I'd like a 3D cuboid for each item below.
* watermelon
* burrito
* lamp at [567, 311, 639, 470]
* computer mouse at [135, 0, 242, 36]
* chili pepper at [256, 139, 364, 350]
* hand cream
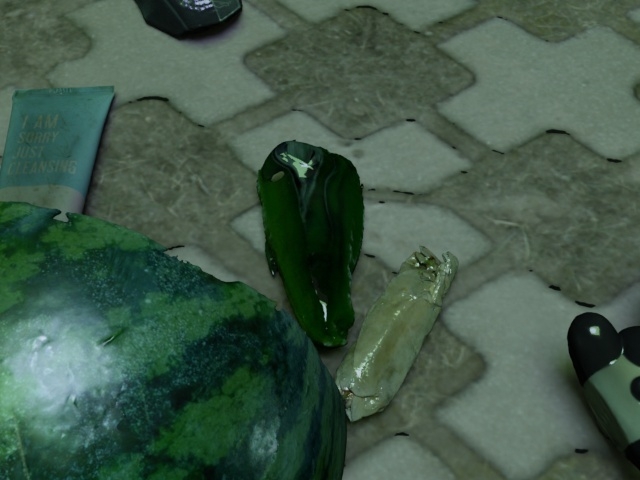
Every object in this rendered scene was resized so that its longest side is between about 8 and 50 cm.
[{"bbox_3d":[-0.100,0.117,0.518,0.222,0.292,0.319,-27,56,-10],"label":"watermelon"},{"bbox_3d":[0.067,0.080,0.661,0.058,0.045,0.188,27,65,13],"label":"burrito"},{"bbox_3d":[0.337,0.088,0.591,0.244,0.197,0.197,-25,65,-4],"label":"lamp"},{"bbox_3d":[-0.174,-0.333,0.865,0.126,0.071,0.231,-28,65,-15],"label":"computer mouse"},{"bbox_3d":[0.000,0.001,0.695,0.108,0.062,0.216,-7,64,-4],"label":"chili pepper"},{"bbox_3d":[-0.269,-0.041,0.712,0.111,0.070,0.312,-5,58,0],"label":"hand cream"}]
